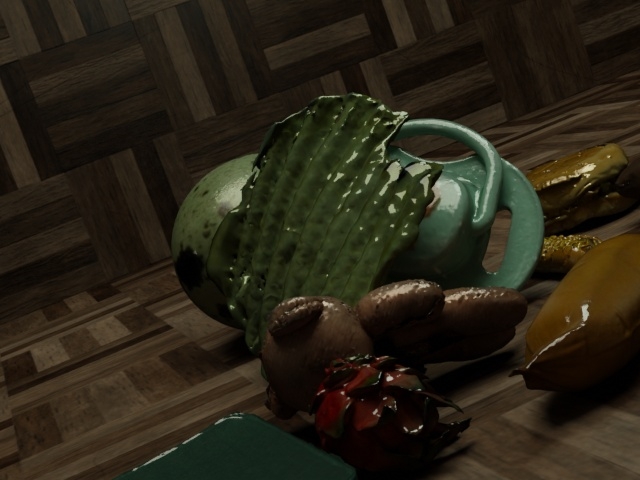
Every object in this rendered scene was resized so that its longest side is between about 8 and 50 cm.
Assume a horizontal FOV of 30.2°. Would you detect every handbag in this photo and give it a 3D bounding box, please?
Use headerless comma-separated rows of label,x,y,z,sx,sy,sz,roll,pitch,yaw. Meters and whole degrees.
handbag,-0.103,0.255,1.019,0.238,0.089,0.326,-23,10,-18

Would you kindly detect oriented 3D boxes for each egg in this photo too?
egg,-0.083,0.001,1.934,0.287,0.287,0.379,-17,-3,22

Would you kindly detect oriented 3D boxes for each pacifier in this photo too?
pacifier,0.156,-0.012,1.666,0.343,0.288,0.269,11,-14,23

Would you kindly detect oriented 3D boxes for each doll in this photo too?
doll,0.086,0.132,1.297,0.303,0.156,0.201,-7,-37,-7

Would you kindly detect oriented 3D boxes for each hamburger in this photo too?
hamburger,0.409,-0.078,1.910,0.214,0.108,0.214,-25,6,3

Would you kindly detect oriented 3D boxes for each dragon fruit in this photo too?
dragon fruit,0.059,0.164,1.129,0.130,0.121,0.142,-32,38,-29

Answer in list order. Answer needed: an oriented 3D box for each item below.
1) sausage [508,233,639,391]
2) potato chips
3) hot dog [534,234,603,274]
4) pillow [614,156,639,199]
sausage,0.274,0.081,1.188,0.112,0.112,0.328,-14,11,35
potato chips,-0.006,0.005,1.526,0.389,0.097,0.373,-56,35,18
hot dog,0.331,0.019,1.644,0.071,0.045,0.165,-26,11,-21
pillow,0.633,-0.137,1.715,0.308,0.108,0.305,-26,11,-36
